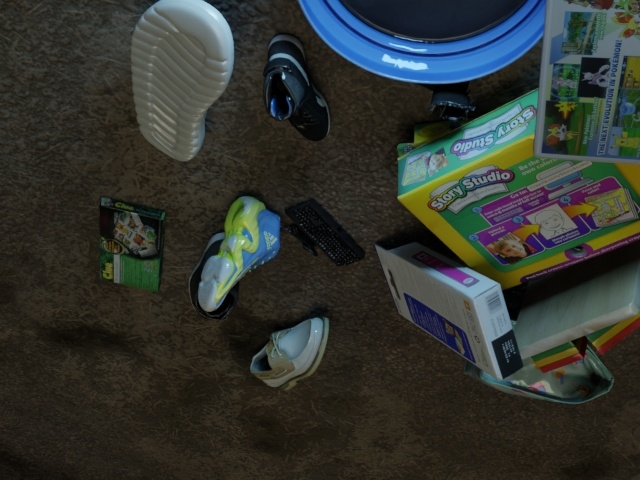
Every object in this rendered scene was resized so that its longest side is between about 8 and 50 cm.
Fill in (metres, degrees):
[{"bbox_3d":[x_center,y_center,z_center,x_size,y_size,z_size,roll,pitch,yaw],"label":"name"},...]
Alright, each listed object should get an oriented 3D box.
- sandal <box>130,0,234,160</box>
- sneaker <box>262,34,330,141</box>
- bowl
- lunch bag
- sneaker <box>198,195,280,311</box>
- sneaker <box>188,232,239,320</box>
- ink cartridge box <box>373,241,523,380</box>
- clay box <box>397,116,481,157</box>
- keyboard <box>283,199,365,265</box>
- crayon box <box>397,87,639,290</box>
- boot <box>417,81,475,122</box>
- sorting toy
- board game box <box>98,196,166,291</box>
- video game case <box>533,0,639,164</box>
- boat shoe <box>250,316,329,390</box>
[{"bbox_3d":[-0.227,-0.279,1.472,0.169,0.102,0.416,33,150,-4],"label":"sandal"},{"bbox_3d":[-0.047,-0.218,1.475,0.079,0.121,0.216,-5,138,19],"label":"sneaker"},{"bbox_3d":[0.154,-0.394,1.256,0.392,0.077,0.391,7,140,6],"label":"bowl"},{"bbox_3d":[0.449,0.246,1.828,0.263,0.160,0.223,13,176,1],"label":"lunch bag"},{"bbox_3d":[-0.146,0.039,1.752,0.126,0.240,0.091,20,-174,-34],"label":"sneaker"},{"bbox_3d":[-0.235,0.122,1.903,0.105,0.146,0.295,16,141,-8],"label":"sneaker"},{"bbox_3d":[0.230,0.114,1.676,0.069,0.371,0.175,-29,114,-17],"label":"ink cartridge box"},{"bbox_3d":[0.252,-0.149,1.541,0.222,0.053,0.127,-4,139,17],"label":"clay box"},{"bbox_3d":[0.000,0.000,1.790,0.100,0.038,0.192,-20,131,32],"label":"keyboard"},{"bbox_3d":[0.362,-0.087,1.474,0.363,0.106,0.313,-25,131,32],"label":"crayon box"},{"bbox_3d":[0.185,-0.236,1.417,0.121,0.099,0.045,12,139,-2],"label":"boot"},{"bbox_3d":[0.492,0.114,1.628,0.255,0.257,0.089,-31,107,39],"label":"sorting toy"},{"bbox_3d":[-0.403,0.014,1.905,0.136,0.030,0.259,12,140,-5],"label":"board game box"},{"bbox_3d":[0.441,-0.226,1.167,0.300,0.036,0.329,6,140,13],"label":"video game case"},{"bbox_3d":[-0.074,0.261,2.057,0.103,0.113,0.302,17,141,-16],"label":"boat shoe"}]
